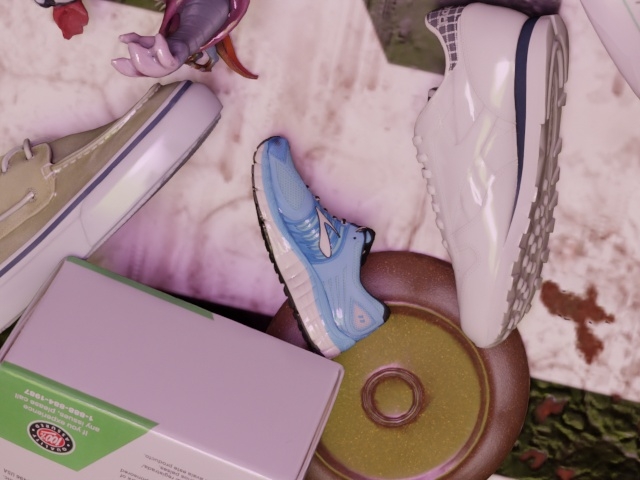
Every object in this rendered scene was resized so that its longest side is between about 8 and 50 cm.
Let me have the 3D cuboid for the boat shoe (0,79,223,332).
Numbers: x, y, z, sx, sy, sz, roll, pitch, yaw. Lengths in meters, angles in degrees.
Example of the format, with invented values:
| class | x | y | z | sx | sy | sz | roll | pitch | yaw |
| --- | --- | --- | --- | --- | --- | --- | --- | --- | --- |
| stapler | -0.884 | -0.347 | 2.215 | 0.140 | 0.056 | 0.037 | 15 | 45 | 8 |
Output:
| class | x | y | z | sx | sy | sz | roll | pitch | yaw |
| --- | --- | --- | --- | --- | --- | --- | --- | --- | --- |
| boat shoe | -0.196 | -0.021 | 1.247 | 0.302 | 0.109 | 0.094 | -40 | 96 | 21 |

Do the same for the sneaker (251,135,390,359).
| class | x | y | z | sx | sy | sz | roll | pitch | yaw |
| --- | --- | --- | --- | --- | --- | --- | --- | --- | --- |
| sneaker | 0.000 | 0.000 | 1.235 | 0.073 | 0.063 | 0.162 | -21 | 77 | -5 |

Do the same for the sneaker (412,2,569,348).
| class | x | y | z | sx | sy | sz | roll | pitch | yaw |
| --- | --- | --- | --- | --- | --- | --- | --- | --- | --- |
| sneaker | 0.110 | -0.043 | 1.210 | 0.094 | 0.090 | 0.235 | 9 | 103 | 17 |

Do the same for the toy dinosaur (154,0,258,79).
| class | x | y | z | sx | sy | sz | roll | pitch | yaw |
| --- | --- | --- | --- | --- | --- | --- | --- | --- | --- |
| toy dinosaur | -0.082 | -0.160 | 1.229 | 0.090 | 0.047 | 0.082 | 8 | 102 | -28 |

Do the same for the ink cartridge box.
| class | x | y | z | sx | sy | sz | roll | pitch | yaw |
| --- | --- | --- | --- | --- | --- | --- | --- | --- | --- |
| ink cartridge box | -0.129 | 0.179 | 1.242 | 0.211 | 0.121 | 0.289 | 22 | 133 | 2 |

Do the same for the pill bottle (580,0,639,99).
| class | x | y | z | sx | sy | sz | roll | pitch | yaw |
| --- | --- | --- | --- | --- | --- | --- | --- | --- | --- |
| pill bottle | 0.315 | -0.238 | 1.042 | 0.361 | 0.204 | 0.204 | -27 | 102 | 17 |

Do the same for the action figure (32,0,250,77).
| class | x | y | z | sx | sy | sz | roll | pitch | yaw |
| --- | --- | --- | --- | --- | --- | --- | --- | --- | --- |
| action figure | -0.105 | -0.256 | 1.093 | 0.248 | 0.276 | 0.370 | 45 | 146 | -3 |

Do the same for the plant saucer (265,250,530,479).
| class | x | y | z | sx | sy | sz | roll | pitch | yaw |
| --- | --- | --- | --- | --- | --- | --- | --- | --- | --- |
| plant saucer | 0.051 | 0.108 | 1.267 | 0.198 | 0.036 | 0.199 | 0 | 101 | 2 |
